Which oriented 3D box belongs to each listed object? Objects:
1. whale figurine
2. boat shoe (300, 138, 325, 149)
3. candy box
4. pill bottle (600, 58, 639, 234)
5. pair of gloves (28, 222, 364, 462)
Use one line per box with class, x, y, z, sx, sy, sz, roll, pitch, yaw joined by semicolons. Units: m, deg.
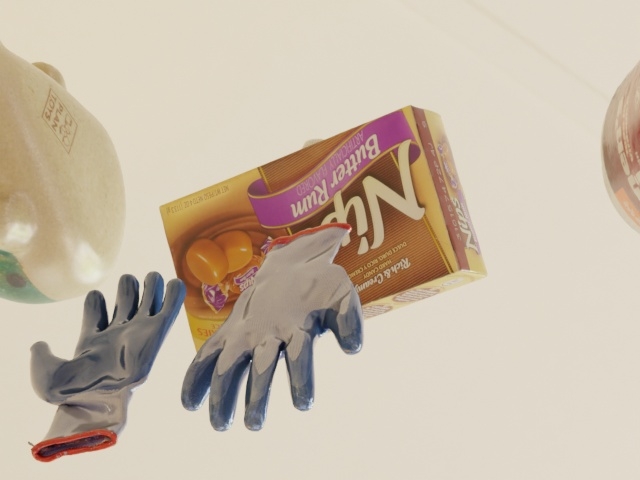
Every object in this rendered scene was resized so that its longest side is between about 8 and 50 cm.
whale figurine;-0.263;-0.068;1.485;0.141;0.216;0.272;-14;-50;18
boat shoe;0.019;-0.006;1.586;0.066;0.063;0.184;11;-35;24
candy box;0.000;0.000;1.155;0.187;0.109;0.053;-20;-13;24
pill bottle;0.211;-0.055;0.959;0.121;0.221;0.121;0;-96;0
pair of gloves;-0.067;0.054;0.943;0.198;0.159;0.023;-16;-62;17
